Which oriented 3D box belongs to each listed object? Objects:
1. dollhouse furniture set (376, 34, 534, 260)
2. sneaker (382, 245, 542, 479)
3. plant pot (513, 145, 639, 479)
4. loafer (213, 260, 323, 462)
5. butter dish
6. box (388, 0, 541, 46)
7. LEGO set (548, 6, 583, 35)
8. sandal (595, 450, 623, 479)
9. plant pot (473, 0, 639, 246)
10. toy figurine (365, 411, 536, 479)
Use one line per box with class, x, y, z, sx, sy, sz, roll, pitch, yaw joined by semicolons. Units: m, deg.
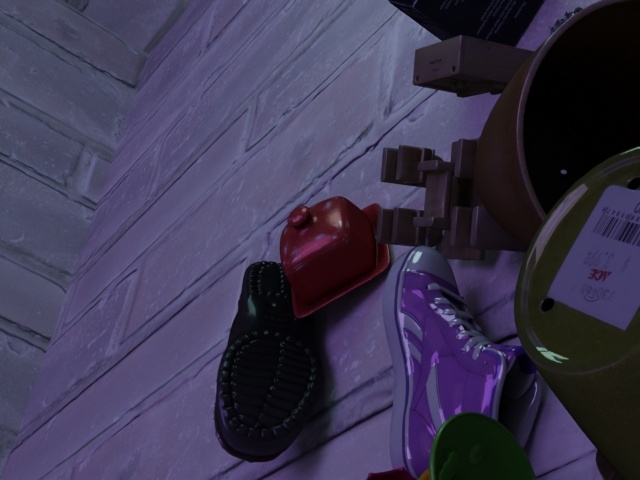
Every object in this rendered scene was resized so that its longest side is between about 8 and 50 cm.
dollhouse furniture set;0.193;-0.096;1.179;0.212;0.161;0.242;1;86;64
sneaker;0.152;0.108;1.030;0.161;0.102;0.282;-34;45;39
plant pot;0.264;0.073;0.589;0.275;0.293;0.274;-45;27;31
loafer;-0.070;0.176;1.378;0.366;0.134;0.130;-80;6;-58
butter dish;0.000;0.000;1.387;0.160;0.118;0.160;-32;33;19
box;0.203;-0.337;1.349;0.156;0.158;0.093;-57;24;5
LEGO set;0.292;-0.253;1.245;0.054;0.023;0.083;-2;61;63
sandal;0.255;0.201;0.776;0.072;0.049;0.180;-44;13;20
plant pot;0.242;-0.073;0.933;0.237;0.237;0.254;-64;9;-9
toy figurine;0.083;0.248;0.896;0.159;0.130;0.173;-34;6;43
